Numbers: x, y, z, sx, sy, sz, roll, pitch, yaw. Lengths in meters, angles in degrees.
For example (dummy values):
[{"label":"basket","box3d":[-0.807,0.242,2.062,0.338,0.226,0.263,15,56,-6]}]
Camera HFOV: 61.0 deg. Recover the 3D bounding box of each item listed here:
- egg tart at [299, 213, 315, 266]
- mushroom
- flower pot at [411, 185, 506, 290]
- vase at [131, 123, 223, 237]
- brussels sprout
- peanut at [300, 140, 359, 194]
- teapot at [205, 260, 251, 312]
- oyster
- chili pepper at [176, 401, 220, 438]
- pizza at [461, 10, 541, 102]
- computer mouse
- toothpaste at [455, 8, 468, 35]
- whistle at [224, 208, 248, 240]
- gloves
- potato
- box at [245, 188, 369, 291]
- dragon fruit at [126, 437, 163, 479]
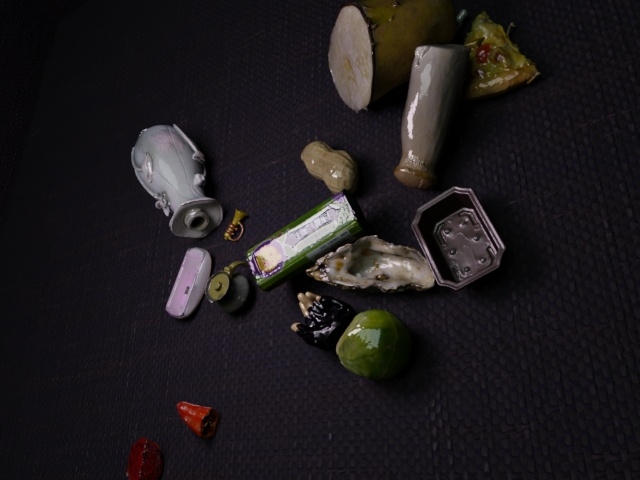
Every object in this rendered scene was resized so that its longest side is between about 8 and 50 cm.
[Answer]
[{"label":"egg tart","box3d":[0.000,0.000,1.568,0.191,0.074,0.192,-14,62,29]},{"label":"mushroom","box3d":[0.288,-0.338,1.417,0.137,0.154,0.408,13,91,27]},{"label":"flower pot","box3d":[0.342,0.003,1.318,0.178,0.084,0.251,-33,53,20]},{"label":"vase","box3d":[-0.505,-0.213,1.932,0.250,0.250,0.446,-42,56,13]},{"label":"brussels sprout","box3d":[0.133,0.258,1.313,0.180,0.161,0.144,-43,12,30]},{"label":"peanut","box3d":[0.033,-0.224,1.624,0.124,0.123,0.257,-50,46,7]},{"label":"teapot","box3d":[-0.275,0.139,1.672,0.130,0.119,0.166,14,77,38]},{"label":"oyster","box3d":[0.132,0.078,1.419,0.341,0.110,0.167,-16,74,25]},{"label":"chili pepper","box3d":[-0.378,0.517,1.616,0.168,0.064,0.088,10,75,42]},{"label":"pizza","box3d":[0.437,-0.512,1.485,0.279,0.075,0.288,-14,64,30]},{"label":"computer mouse","box3d":[-0.439,0.143,1.827,0.125,0.056,0.246,8,74,37]},{"label":"toothpaste","box3d":[0.359,-0.584,1.601,0.216,0.037,0.062,-53,47,10]},{"label":"whistle","box3d":[-0.280,-0.046,1.821,0.046,0.057,0.109,-105,40,-82]},{"label":"gloves","box3d":[0.003,0.208,1.449,0.164,0.124,0.203,-37,30,-6]},{"label":"potato","box3d":[0.217,-0.554,1.578,0.295,0.397,0.290,-17,76,-11]},{"label":"box","box3d":[-0.036,0.003,1.489,0.345,0.097,0.134,-33,66,17]},{"label":"dragon fruit","box3d":[-0.532,0.676,1.647,0.106,0.083,0.162,-10,73,46]}]
